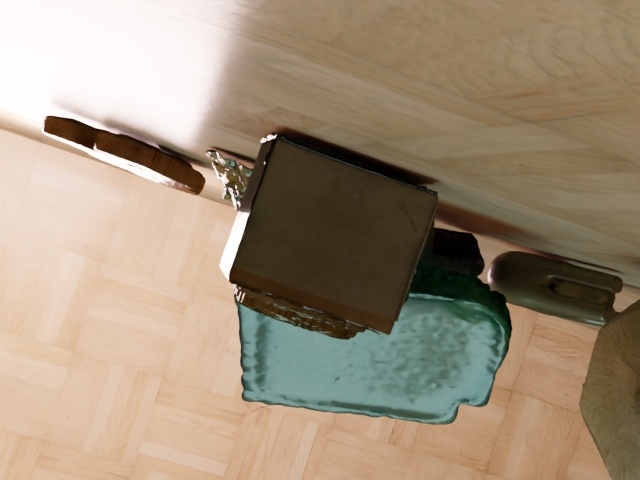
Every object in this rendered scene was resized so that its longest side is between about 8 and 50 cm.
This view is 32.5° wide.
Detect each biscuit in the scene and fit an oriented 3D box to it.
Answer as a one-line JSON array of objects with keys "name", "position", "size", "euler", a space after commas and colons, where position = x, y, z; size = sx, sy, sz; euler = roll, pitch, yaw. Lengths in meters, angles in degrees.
[{"name": "biscuit", "position": [-0.263, -0.121, 1.572], "size": [0.186, 0.044, 0.295], "euler": [21, 178, 20]}]

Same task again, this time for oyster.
[{"name": "oyster", "position": [-0.078, -0.065, 1.303], "size": [0.108, 0.053, 0.166], "euler": [8, 170, 7]}]

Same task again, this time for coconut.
[{"name": "coconut", "position": [0.332, 0.143, 0.956], "size": [0.224, 0.224, 0.234], "euler": [17, -170, 39]}]

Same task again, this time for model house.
[{"name": "model house", "position": [0.058, 0.029, 1.174], "size": [0.280, 0.249, 0.230], "euler": [7, 138, 3]}]

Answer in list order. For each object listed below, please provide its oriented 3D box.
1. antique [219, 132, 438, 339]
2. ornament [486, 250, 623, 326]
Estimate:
[{"name": "antique", "position": [0.000, 0.000, 0.920], "size": [0.146, 0.148, 0.152], "euler": [20, -179, -8]}, {"name": "ornament", "position": [0.282, 0.061, 1.287], "size": [0.245, 0.061, 0.230], "euler": [15, 179, 44]}]
